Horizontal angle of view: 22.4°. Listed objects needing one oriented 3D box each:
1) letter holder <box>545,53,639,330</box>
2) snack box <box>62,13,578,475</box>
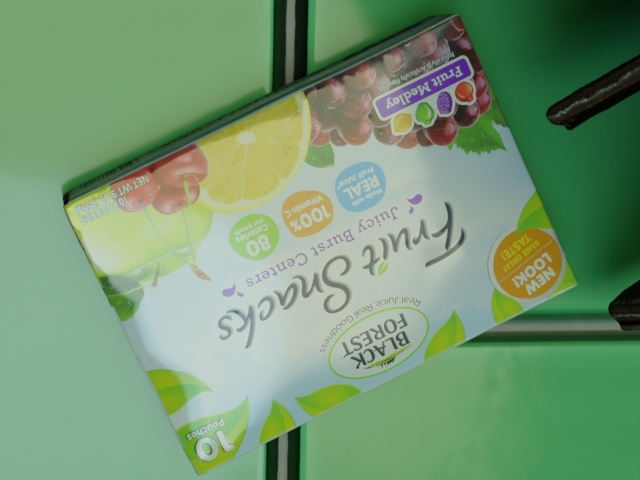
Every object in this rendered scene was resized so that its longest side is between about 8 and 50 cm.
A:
[{"bbox_3d":[0.203,-0.109,0.476,0.302,0.214,0.152,-29,89,-9],"label":"letter holder"},{"bbox_3d":[0.000,0.000,0.532,0.141,0.037,0.100,-27,102,-5],"label":"snack box"}]
